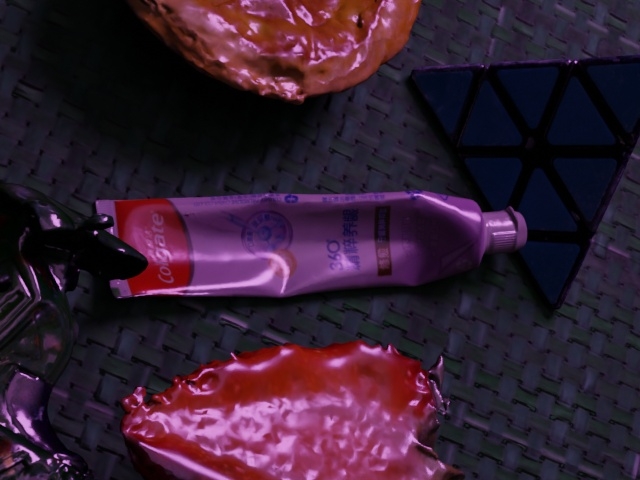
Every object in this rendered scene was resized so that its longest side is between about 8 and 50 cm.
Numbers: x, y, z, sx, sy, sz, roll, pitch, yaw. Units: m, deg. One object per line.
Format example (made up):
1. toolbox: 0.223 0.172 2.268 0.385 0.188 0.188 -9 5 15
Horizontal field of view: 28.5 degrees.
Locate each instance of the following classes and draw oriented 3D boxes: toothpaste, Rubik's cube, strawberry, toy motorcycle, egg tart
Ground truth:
1. toothpaste: 0.000 0.000 0.870 0.301 0.048 0.075 -3 84 -16
2. Rubik's cube: 0.216 -0.103 0.918 0.190 0.178 0.211 -31 85 -30
3. strawberry: -0.019 0.152 0.762 0.228 0.098 0.174 -1 67 -35
4. toy motorcycle: -0.180 0.082 0.735 0.187 0.125 0.274 -10 79 -21
5. egg tart: -0.045 -0.198 0.894 0.241 0.106 0.241 8 68 -21
